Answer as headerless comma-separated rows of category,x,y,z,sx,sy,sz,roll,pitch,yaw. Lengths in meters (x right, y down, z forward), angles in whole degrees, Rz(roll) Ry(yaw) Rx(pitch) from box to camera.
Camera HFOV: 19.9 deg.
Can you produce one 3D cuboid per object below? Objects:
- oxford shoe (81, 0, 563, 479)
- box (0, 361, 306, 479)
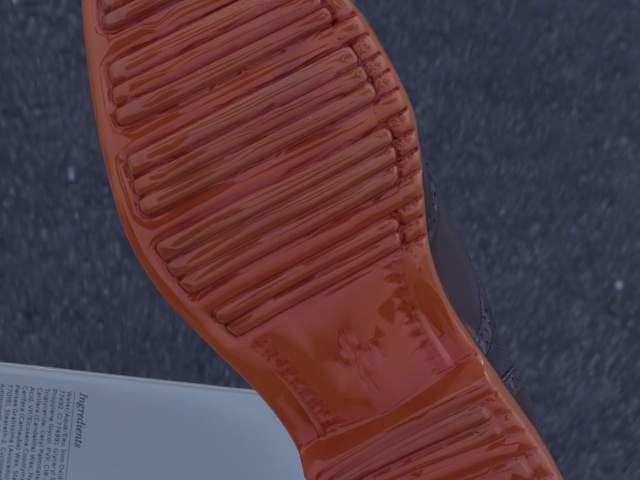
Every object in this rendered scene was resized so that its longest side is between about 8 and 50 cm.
oxford shoe,0.000,0.000,0.817,0.130,0.133,0.363,-22,105,8
box,-0.096,0.140,1.080,0.275,0.094,0.113,9,77,-15
